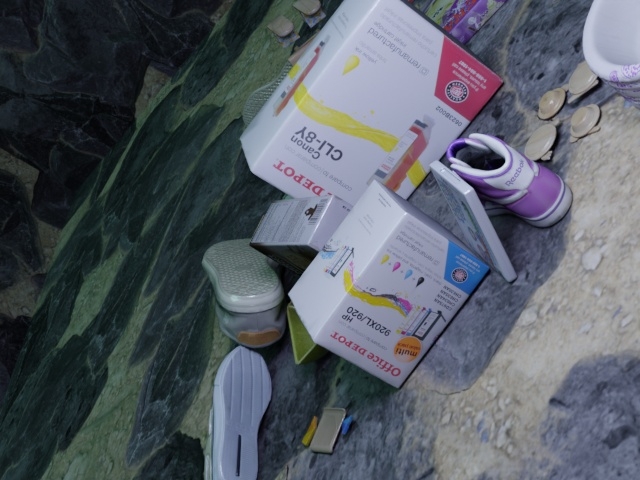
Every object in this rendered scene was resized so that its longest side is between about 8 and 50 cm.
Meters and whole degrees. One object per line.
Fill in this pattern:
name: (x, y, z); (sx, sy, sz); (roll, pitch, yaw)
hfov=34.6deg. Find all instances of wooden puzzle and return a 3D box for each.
wooden puzzle: (0.013, 0.300, 1.619); (0.116, 0.014, 0.078); (-2, 63, 63)

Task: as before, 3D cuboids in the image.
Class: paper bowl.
paper bowl: (0.476, -0.280, 1.262); (0.284, 0.148, 0.284); (-43, 26, 28)

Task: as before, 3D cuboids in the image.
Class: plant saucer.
plant saucer: (0.022, 0.112, 1.797); (0.188, 0.045, 0.188); (-49, 24, 18)

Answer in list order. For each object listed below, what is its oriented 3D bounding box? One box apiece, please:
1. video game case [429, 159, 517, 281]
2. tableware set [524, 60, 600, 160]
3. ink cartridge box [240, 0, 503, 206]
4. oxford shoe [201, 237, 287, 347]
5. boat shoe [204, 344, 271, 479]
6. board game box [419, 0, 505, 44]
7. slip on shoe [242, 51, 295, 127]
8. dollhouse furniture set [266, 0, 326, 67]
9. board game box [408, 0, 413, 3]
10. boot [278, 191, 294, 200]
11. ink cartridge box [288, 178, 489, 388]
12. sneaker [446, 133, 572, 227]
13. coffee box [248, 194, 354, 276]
video game case: (0.216, -0.029, 1.460); (0.019, 0.157, 0.143); (-32, 25, -2)
tableware set: (0.366, -0.194, 1.536); (0.141, 0.020, 0.168); (-29, 37, 51)
ink cartridge box: (0.083, -0.225, 1.810); (0.384, 0.279, 0.160); (-51, 25, 16)
oxford shoe: (-0.144, 0.092, 2.036); (0.449, 0.169, 0.130); (-113, 15, -71)
boat shoe: (-0.160, 0.324, 1.816); (0.094, 0.109, 0.302); (-43, 29, 40)
board game box: (0.257, -0.444, 2.039); (0.347, 0.056, 0.208); (-45, 30, 26)
slip on shoe: (-0.081, -0.369, 2.558); (0.331, 0.123, 0.101); (-43, -6, 41)
dollhouse furniture set: (0.049, -0.436, 2.239); (0.242, 0.212, 0.161); (-39, 35, -2)
board game box: (0.162, -0.589, 2.433); (0.145, 0.027, 0.281); (-51, 24, 19)
boot: (0.006, -0.097, 2.058); (0.246, 0.083, 0.161); (-61, 29, -5)
ink cartridge box: (0.098, 0.065, 1.545); (0.232, 0.171, 0.168); (-54, 23, 9)
sneaker: (0.235, -0.109, 1.511); (0.102, 0.161, 0.282); (-61, 22, -5)
coffee box: (0.000, 0.000, 1.746); (0.098, 0.141, 0.246); (-63, 22, -13)
